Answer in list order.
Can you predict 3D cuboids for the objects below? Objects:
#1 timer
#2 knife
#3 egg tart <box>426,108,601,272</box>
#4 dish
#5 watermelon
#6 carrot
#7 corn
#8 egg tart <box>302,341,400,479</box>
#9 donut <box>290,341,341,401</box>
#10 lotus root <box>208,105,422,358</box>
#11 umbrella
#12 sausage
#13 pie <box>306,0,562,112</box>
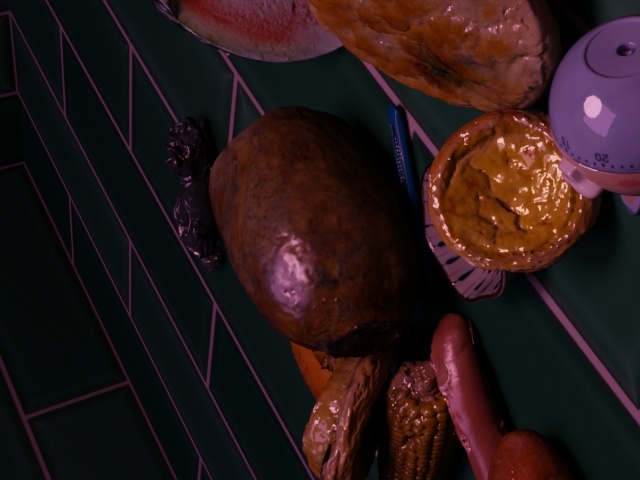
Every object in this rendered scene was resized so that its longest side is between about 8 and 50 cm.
[{"bbox_3d":[0.279,-0.079,1.054,0.175,0.175,0.255,49,149,44],"label":"timer"},{"bbox_3d":[0.124,-0.042,1.604,0.044,0.026,0.297,-145,41,-73],"label":"knife"},{"bbox_3d":[0.209,-0.052,1.267,0.191,0.191,0.074,66,-164,14],"label":"egg tart"},{"bbox_3d":[0.194,-0.021,1.408,0.191,0.066,0.191,49,147,47],"label":"dish"},{"bbox_3d":[-0.085,-0.366,1.660,0.289,0.320,0.214,33,117,12],"label":"watermelon"},{"bbox_3d":[0.270,0.342,1.430,0.159,0.159,0.225,143,121,-66],"label":"carrot"},{"bbox_3d":[0.138,0.287,1.694,0.119,0.119,0.322,55,152,35],"label":"corn"},{"bbox_3d":[0.044,0.250,1.707,0.095,0.279,0.279,15,134,11],"label":"egg tart"},{"bbox_3d":[0.009,0.172,1.924,0.259,0.101,0.152,66,157,14],"label":"donut"},{"bbox_3d":[0.000,0.000,1.607,0.250,0.250,0.346,105,146,-52],"label":"lotus root"},{"bbox_3d":[-0.249,-0.078,2.327,0.094,0.143,0.349,8,134,16],"label":"umbrella"},{"bbox_3d":[0.211,0.243,1.547,0.078,0.078,0.304,-29,79,67],"label":"sausage"},{"bbox_3d":[0.111,-0.238,1.259,0.337,0.075,0.337,30,163,10],"label":"pie"}]
